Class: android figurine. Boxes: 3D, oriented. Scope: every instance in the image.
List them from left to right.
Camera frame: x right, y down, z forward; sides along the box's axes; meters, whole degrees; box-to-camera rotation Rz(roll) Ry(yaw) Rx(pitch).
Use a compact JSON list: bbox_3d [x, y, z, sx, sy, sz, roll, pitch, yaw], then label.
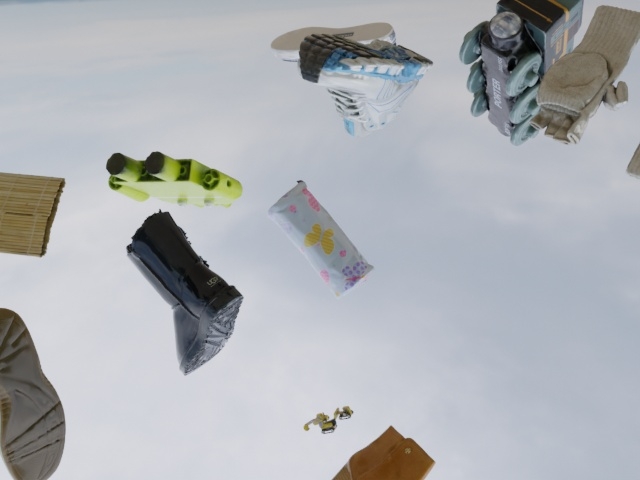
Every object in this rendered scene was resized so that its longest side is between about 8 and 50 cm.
[{"bbox_3d":[-0.266,-0.105,1.371,0.248,0.056,0.273,1,169,22],"label":"android figurine"}]

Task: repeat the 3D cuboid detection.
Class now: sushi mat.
[{"bbox_3d":[-0.604,-0.054,1.275,0.316,0.151,0.019,6,161,13],"label":"sushi mat"}]

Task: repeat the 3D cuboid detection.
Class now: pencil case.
[{"bbox_3d":[0.000,0.000,1.635,0.113,0.273,0.124,-39,177,-3],"label":"pencil case"}]

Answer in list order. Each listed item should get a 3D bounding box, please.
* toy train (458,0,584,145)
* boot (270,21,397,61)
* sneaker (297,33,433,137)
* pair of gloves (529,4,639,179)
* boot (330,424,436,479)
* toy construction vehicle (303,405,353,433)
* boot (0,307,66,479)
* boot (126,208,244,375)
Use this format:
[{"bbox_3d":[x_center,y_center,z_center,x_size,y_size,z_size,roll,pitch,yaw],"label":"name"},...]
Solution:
[{"bbox_3d":[0.345,-0.296,1.223,0.190,0.334,0.142,-46,-115,-2],"label":"toy train"},{"bbox_3d":[0.023,-0.263,1.072,0.190,0.086,0.069,3,-134,23],"label":"boot"},{"bbox_3d":[0.036,-0.125,0.621,0.071,0.083,0.190,32,-157,22],"label":"sneaker"},{"bbox_3d":[0.398,-0.192,0.924,0.240,0.204,0.042,37,-178,37],"label":"pair of gloves"},{"bbox_3d":[0.145,0.499,1.403,0.211,0.104,0.295,-40,-142,-4],"label":"boot"},{"bbox_3d":[0.017,0.414,1.701,0.098,0.035,0.086,-15,-170,26],"label":"toy construction vehicle"},{"bbox_3d":[-0.378,0.168,0.831,0.165,0.213,0.077,4,-157,38],"label":"boot"},{"bbox_3d":[-0.236,0.087,1.211,0.094,0.246,0.207,-31,-111,-38],"label":"boot"}]
